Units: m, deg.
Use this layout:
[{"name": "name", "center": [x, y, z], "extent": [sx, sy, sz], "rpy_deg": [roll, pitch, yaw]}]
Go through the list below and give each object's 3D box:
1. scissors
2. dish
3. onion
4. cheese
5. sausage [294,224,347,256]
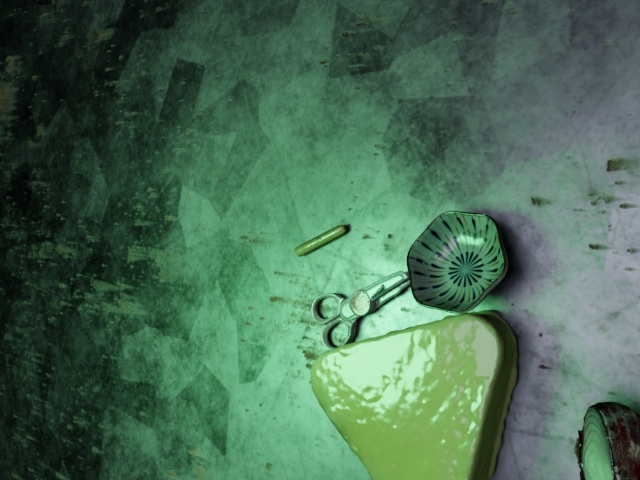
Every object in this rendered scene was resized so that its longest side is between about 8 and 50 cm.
[{"name": "scissors", "center": [0.080, 0.121, 1.183], "extent": [0.242, 0.030, 0.118], "rpy_deg": [-37, 65, 32]}, {"name": "dish", "center": [0.242, 0.043, 1.042], "extent": [0.190, 0.066, 0.191], "rpy_deg": [-20, 57, 34]}, {"name": "onion", "center": [0.434, 0.331, 0.870], "extent": [0.098, 0.151, 0.206], "rpy_deg": [-2, 96, 2]}, {"name": "cheese", "center": [0.192, 0.264, 1.044], "extent": [0.383, 0.104, 0.384], "rpy_deg": [-4, 82, 35]}, {"name": "sausage", "center": [0.000, 0.000, 1.258], "extent": [0.132, 0.024, 0.024], "rpy_deg": [-28, 70, 32]}]
